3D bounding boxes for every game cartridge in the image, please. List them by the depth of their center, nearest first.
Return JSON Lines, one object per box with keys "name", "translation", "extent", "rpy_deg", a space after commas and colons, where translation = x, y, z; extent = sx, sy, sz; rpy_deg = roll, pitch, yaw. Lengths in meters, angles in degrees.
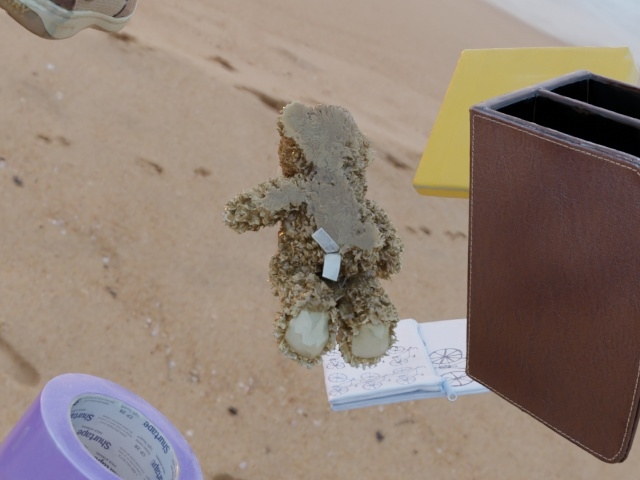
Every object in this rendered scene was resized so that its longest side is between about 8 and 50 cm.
{"name": "game cartridge", "translation": [0.337, -0.190, 1.596], "extent": [0.323, 0.285, 0.052], "rpy_deg": [9, -22, 37]}

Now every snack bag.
{"name": "snack bag", "translation": [0.171, 0.187, 1.587], "extent": [0.342, 0.037, 0.323], "rpy_deg": [-6, 14, 0]}

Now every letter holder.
{"name": "letter holder", "translation": [0.264, 0.023, 0.908], "extent": [0.152, 0.302, 0.214], "rpy_deg": [-21, 32, -29]}

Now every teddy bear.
{"name": "teddy bear", "translation": [0.000, 0.000, 1.199], "extent": [0.245, 0.113, 0.338], "rpy_deg": [-14, 77, -29]}

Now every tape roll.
{"name": "tape roll", "translation": [-0.213, 0.223, 0.949], "extent": [0.189, 0.080, 0.189], "rpy_deg": [38, 12, -9]}

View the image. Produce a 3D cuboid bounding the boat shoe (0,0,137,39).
{"name": "boat shoe", "translation": [-0.228, -0.291, 0.974], "extent": [0.123, 0.123, 0.342], "rpy_deg": [41, 17, -8]}
